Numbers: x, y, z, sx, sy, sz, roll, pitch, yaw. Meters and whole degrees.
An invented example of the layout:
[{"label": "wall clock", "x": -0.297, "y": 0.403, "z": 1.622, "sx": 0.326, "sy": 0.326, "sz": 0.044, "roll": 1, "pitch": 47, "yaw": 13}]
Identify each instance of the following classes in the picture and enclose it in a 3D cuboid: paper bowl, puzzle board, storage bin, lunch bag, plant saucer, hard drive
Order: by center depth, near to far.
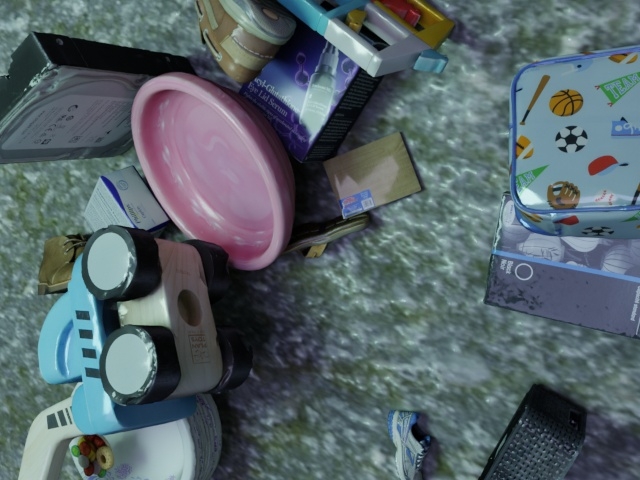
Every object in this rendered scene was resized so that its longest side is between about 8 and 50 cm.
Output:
[{"label": "lunch bag", "x": 0.385, "y": -0.128, "z": 0.778, "sx": 0.303, "sy": 0.115, "sz": 0.243, "roll": -1, "pitch": 71, "yaw": 23}, {"label": "storage bin", "x": 0.293, "y": 0.310, "z": 0.907, "sx": 0.084, "sy": 0.122, "sz": 0.180, "roll": 29, "pitch": 109, "yaw": 17}, {"label": "puzzle board", "x": 0.079, "y": -0.099, "z": 0.987, "sx": 0.128, "sy": 0.011, "sz": 0.096, "roll": -21, "pitch": 87, "yaw": 12}, {"label": "plant saucer", "x": -0.158, "y": -0.111, "z": 1.006, "sx": 0.332, "sy": 0.084, "sz": 0.332, "roll": 29, "pitch": 140, "yaw": 28}, {"label": "hard drive", "x": -0.371, "y": -0.210, "z": 1.009, "sx": 0.237, "sy": 0.339, "sz": 0.064, "roll": -34, "pitch": 86, "yaw": 24}, {"label": "paper bowl", "x": -0.308, "y": 0.340, "z": 1.171, "sx": 0.284, "sy": 0.148, "sz": 0.284, "roll": 4, "pitch": 100, "yaw": 24}]

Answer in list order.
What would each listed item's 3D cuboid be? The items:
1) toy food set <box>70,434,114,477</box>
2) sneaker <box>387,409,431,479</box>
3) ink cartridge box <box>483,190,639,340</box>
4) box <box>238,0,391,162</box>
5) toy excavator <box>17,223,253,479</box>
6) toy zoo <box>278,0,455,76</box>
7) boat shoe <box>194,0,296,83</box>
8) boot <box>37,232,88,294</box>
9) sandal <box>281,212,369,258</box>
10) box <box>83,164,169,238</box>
[{"label": "toy food set", "x": -0.398, "y": 0.376, "z": 1.125, "sx": 0.083, "sy": 0.020, "sz": 0.082, "roll": 49, "pitch": 113, "yaw": 11}, {"label": "sneaker", "x": 0.148, "y": 0.334, "z": 1.017, "sx": 0.058, "sy": 0.052, "sz": 0.135, "roll": -14, "pitch": 93, "yaw": 21}, {"label": "ink cartridge box", "x": 0.397, "y": 0.040, "z": 0.852, "sx": 0.333, "sy": 0.065, "sz": 0.165, "roll": 11, "pitch": 102, "yaw": 22}, {"label": "box", "x": -0.010, "y": -0.243, "z": 0.967, "sx": 0.153, "sy": 0.108, "sz": 0.207, "roll": 38, "pitch": 112, "yaw": 15}, {"label": "toy excavator", "x": -0.342, "y": 0.234, "z": 0.999, "sx": 0.445, "sy": 0.222, "sz": 0.433, "roll": -21, "pitch": 74, "yaw": 26}, {"label": "toy zoo", "x": 0.057, "y": -0.322, "z": 0.883, "sx": 0.293, "sy": 0.192, "sz": 0.030, "roll": 42, "pitch": 139, "yaw": 13}, {"label": "boat shoe", "x": -0.134, "y": -0.326, "z": 0.929, "sx": 0.116, "sy": 0.123, "sz": 0.324, "roll": -58, "pitch": 30, "yaw": 23}, {"label": "boot", "x": -0.450, "y": 0.038, "z": 1.177, "sx": 0.305, "sy": 0.112, "sz": 0.115, "roll": -8, "pitch": 85, "yaw": 48}, {"label": "sandal", "x": 0.000, "y": 0.000, "z": 1.030, "sx": 0.180, "sy": 0.072, "sz": 0.049, "roll": -15, "pitch": 113, "yaw": 21}, {"label": "box", "x": -0.349, "y": -0.041, "z": 1.149, "sx": 0.126, "sy": 0.072, "sz": 0.137, "roll": 55, "pitch": 138, "yaw": 7}]
